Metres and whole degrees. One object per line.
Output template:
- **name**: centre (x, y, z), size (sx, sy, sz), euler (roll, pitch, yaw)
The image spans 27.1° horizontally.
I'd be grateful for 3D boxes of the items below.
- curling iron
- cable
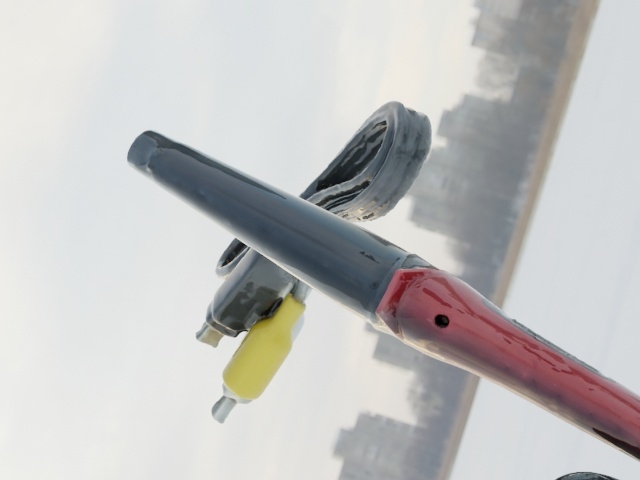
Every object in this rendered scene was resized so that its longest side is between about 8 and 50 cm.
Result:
- **curling iron**: centre (0.030, 0.033, 0.450), size (0.068, 0.274, 0.035), euler (-43, -26, -20)
- **cable**: centre (0.000, 0.000, 0.903), size (0.287, 0.072, 0.139), euler (-46, 23, 36)
